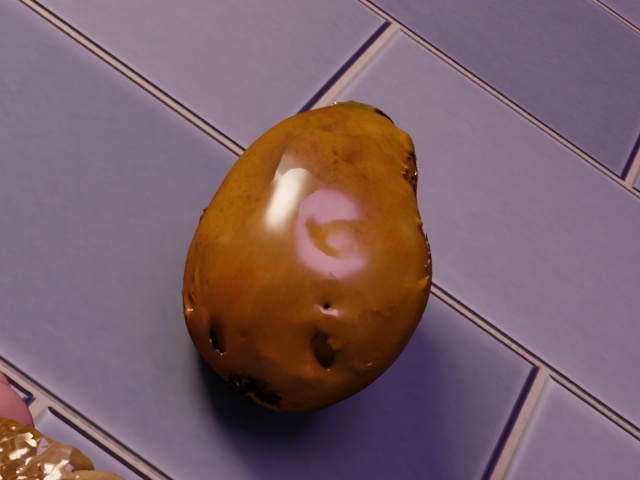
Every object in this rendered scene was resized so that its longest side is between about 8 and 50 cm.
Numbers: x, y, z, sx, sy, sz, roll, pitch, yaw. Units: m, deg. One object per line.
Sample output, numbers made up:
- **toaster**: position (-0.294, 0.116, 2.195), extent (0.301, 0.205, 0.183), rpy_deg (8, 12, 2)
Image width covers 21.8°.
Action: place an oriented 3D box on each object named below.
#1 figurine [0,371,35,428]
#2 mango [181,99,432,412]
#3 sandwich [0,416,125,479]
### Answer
- **figurine**: position (-0.176, 0.097, 0.825), extent (0.071, 0.067, 0.083), rpy_deg (1, 44, 25)
- **mango**: position (0.000, 0.000, 1.031), extent (0.156, 0.151, 0.248), rpy_deg (4, 32, 16)
- **sandwich**: position (-0.081, 0.195, 0.708), extent (0.288, 0.254, 0.099), rpy_deg (14, 47, 39)
